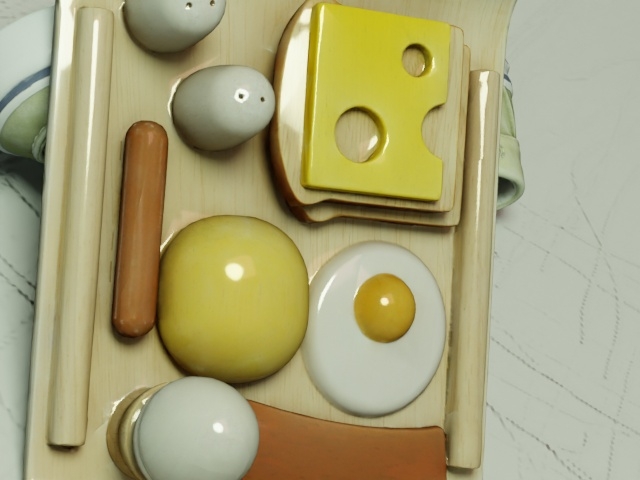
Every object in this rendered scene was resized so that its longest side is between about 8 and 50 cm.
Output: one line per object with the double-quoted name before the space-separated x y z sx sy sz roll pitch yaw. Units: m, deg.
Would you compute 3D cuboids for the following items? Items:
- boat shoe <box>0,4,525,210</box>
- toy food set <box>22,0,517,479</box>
"boat shoe" -0.019 -0.059 0.862 0.302 0.109 0.094 -4 62 -34
"toy food set" 0.000 0.000 0.763 0.220 0.092 0.306 6 85 -26
